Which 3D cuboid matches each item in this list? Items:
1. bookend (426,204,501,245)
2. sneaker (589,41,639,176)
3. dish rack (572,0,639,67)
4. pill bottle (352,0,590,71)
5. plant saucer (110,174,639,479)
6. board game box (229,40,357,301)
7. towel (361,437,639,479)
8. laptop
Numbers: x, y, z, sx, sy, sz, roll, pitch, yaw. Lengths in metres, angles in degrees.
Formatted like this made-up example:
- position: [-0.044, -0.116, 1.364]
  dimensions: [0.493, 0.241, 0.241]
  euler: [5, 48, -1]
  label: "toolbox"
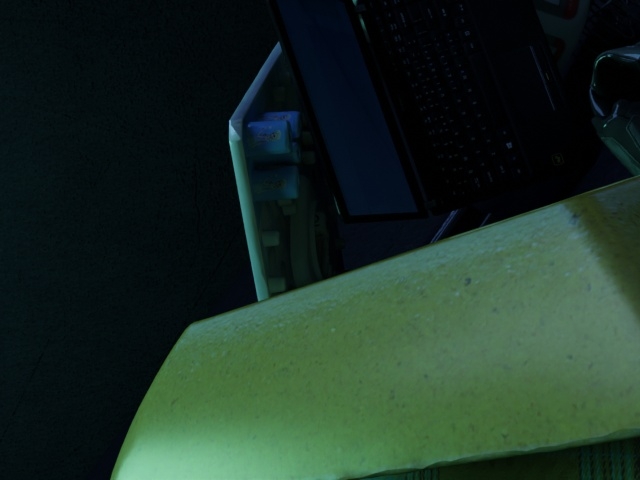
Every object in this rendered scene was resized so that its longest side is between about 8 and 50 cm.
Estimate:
- position: [0.140, 0.040, 1.010]
  dimensions: [0.156, 0.072, 0.157]
  euler: [-54, 11, -8]
  label: "bookend"
- position: [0.276, -0.135, 0.900]
  dimensions: [0.078, 0.106, 0.234]
  euler: [-41, 15, 44]
  label: "sneaker"
- position: [0.346, -0.288, 1.232]
  dimensions: [0.208, 0.074, 0.271]
  euler: [-57, 9, -29]
  label: "dish rack"
- position: [0.131, -0.274, 1.180]
  dimensions: [0.161, 0.283, 0.161]
  euler: [-167, 90, -71]
  label: "pill bottle"
- position: [0.097, 0.029, 0.550]
  dimensions: [0.333, 0.081, 0.333]
  euler: [-19, -2, 41]
  label: "plant saucer"
- position: [0.000, 0.000, 1.120]
  dimensions: [0.050, 0.389, 0.390]
  euler: [-5, 24, 10]
  label: "board game box"
- position: [0.078, 0.209, 0.493]
  dimensions: [0.370, 0.040, 0.271]
  euler: [156, 119, -65]
  label: "towel"
- position: [0.105, -0.151, 1.004]
  dimensions: [0.264, 0.234, 0.136]
  euler: [-18, -8, -4]
  label: "laptop"
